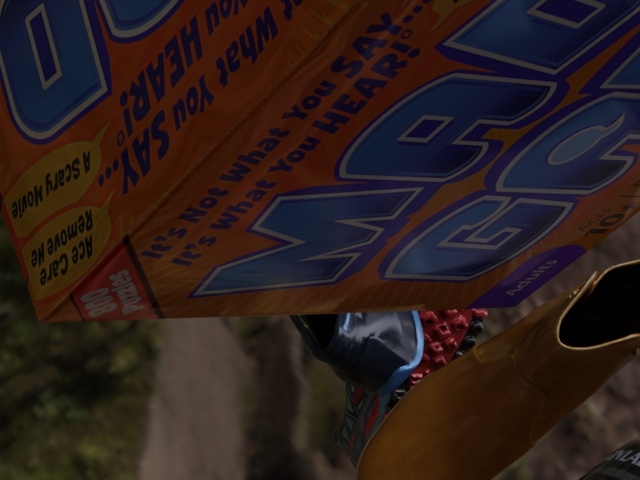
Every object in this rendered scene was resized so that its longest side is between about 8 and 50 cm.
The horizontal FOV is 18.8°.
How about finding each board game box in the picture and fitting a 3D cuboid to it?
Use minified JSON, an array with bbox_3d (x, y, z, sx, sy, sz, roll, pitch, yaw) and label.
[{"bbox_3d":[0.029,-0.199,1.024,0.356,0.356,0.356,0,59,-43],"label":"board game box"}]

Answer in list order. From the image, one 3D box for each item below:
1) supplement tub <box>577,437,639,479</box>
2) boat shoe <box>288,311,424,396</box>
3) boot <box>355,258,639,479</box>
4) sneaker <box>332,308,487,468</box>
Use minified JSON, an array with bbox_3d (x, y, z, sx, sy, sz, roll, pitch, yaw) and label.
[{"bbox_3d":[0.265,0.311,1.693,0.207,0.338,0.207,43,-27,28],"label":"supplement tub"},{"bbox_3d":[0.000,0.000,1.431,0.089,0.109,0.258,22,23,-38],"label":"boat shoe"},{"bbox_3d":[0.160,0.110,1.556,0.104,0.295,0.211,53,-15,9],"label":"boot"},{"bbox_3d":[0.069,0.106,1.855,0.104,0.262,0.125,11,9,-38],"label":"sneaker"}]
